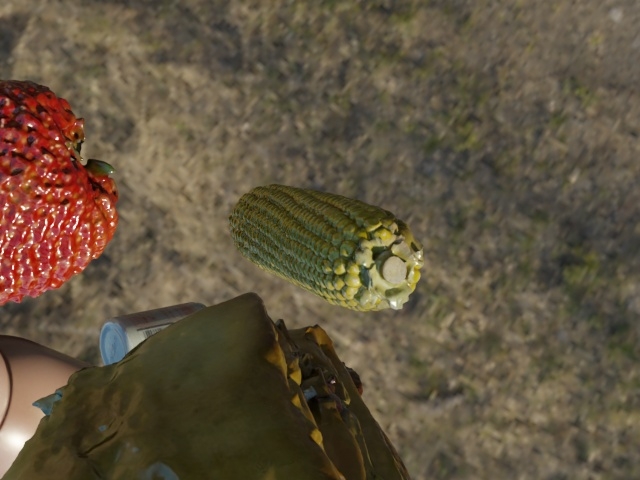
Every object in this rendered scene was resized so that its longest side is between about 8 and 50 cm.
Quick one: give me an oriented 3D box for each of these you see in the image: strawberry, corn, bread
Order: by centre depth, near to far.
[{"bbox_3d":[-0.110,0.187,1.029,0.314,0.370,0.191,-120,19,-53],"label":"bread"},{"bbox_3d":[0.000,0.000,1.895,0.387,0.144,0.144,25,149,58],"label":"corn"},{"bbox_3d":[-0.462,-0.051,1.955,0.267,0.351,0.312,-5,116,47],"label":"strawberry"}]

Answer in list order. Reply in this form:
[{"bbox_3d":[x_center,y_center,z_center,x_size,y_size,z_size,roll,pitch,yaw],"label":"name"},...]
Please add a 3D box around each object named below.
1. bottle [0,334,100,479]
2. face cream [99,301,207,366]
[{"bbox_3d":[-0.348,0.199,1.553,0.206,0.173,0.297,-26,151,20],"label":"bottle"},{"bbox_3d":[-0.209,0.146,2.215,0.101,0.251,0.101,17,111,50],"label":"face cream"}]
